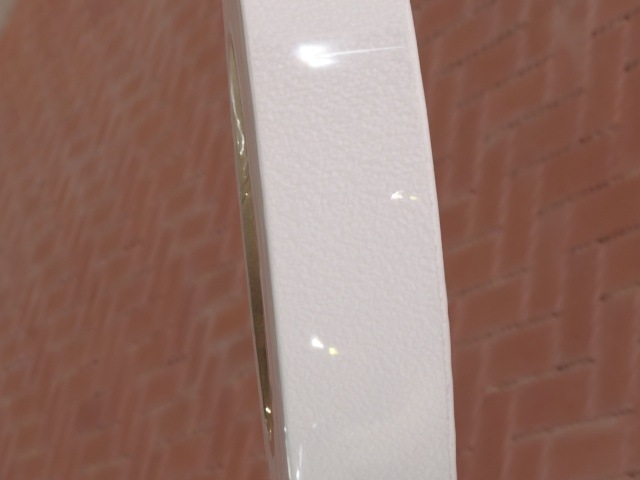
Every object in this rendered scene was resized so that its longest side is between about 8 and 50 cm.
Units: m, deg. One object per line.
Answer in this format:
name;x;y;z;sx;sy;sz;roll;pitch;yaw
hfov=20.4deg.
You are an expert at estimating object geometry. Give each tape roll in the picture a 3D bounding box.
tape roll;0.000;0.000;0.864;0.392;0.072;0.392;175;90;-86
